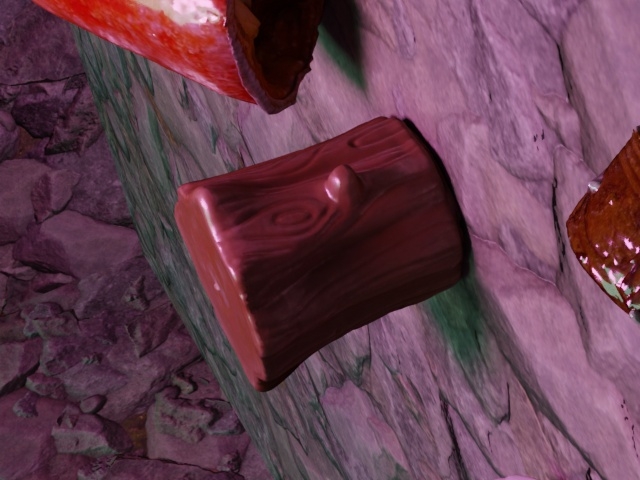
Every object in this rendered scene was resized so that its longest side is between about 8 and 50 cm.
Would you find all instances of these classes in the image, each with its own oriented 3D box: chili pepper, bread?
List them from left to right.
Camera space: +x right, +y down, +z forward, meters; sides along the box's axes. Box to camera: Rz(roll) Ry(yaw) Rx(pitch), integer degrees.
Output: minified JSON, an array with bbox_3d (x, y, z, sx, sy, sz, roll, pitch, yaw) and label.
[{"bbox_3d":[-0.136,-0.282,1.368,0.305,0.229,0.251,26,151,21],"label":"chili pepper"},{"bbox_3d":[0.199,0.015,0.698,0.160,0.073,0.160,31,-162,-11],"label":"bread"}]

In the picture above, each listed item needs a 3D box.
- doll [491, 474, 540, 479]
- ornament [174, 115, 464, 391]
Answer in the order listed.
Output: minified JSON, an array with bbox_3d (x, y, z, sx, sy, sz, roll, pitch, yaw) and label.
[{"bbox_3d":[0.197,0.362,1.315,0.271,0.144,0.208,75,175,-49],"label":"doll"},{"bbox_3d":[0.000,0.000,1.331,0.221,0.217,0.235,50,159,54],"label":"ornament"}]
